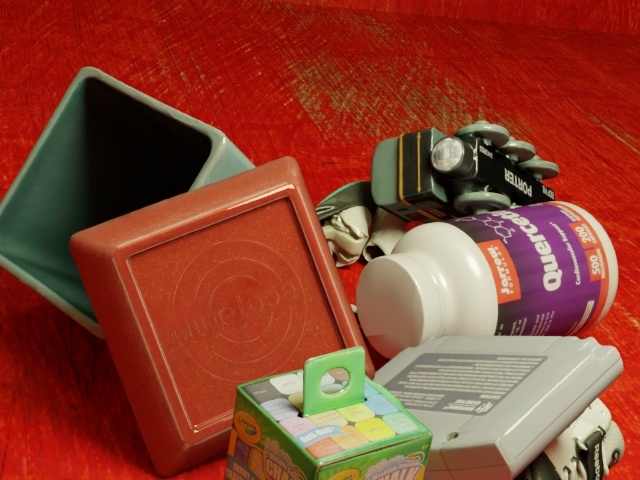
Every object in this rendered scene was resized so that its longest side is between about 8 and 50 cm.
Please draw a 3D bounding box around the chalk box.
[{"bbox_3d":[0.004,0.197,1.016,0.132,0.213,0.132,-9,31,-35],"label":"chalk box"}]

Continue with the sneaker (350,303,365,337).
[{"bbox_3d":[0.022,0.095,1.458,0.109,0.040,0.044,25,12,21],"label":"sneaker"}]

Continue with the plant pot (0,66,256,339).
[{"bbox_3d":[-0.188,-0.011,1.338,0.247,0.248,0.252,28,-4,34],"label":"plant pot"}]

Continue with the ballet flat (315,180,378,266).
[{"bbox_3d":[0.000,0.000,1.590,0.280,0.095,0.096,-25,51,-34],"label":"ballet flat"}]

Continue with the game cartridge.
[{"bbox_3d":[0.131,0.165,1.125,0.196,0.060,0.294,-31,12,-29],"label":"game cartridge"}]

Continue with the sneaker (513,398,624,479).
[{"bbox_3d":[0.247,0.217,1.173,0.146,0.122,0.330,9,25,2],"label":"sneaker"}]

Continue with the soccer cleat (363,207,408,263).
[{"bbox_3d":[0.093,0.001,1.643,0.076,0.068,0.196,-5,29,-12],"label":"soccer cleat"}]

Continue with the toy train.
[{"bbox_3d":[0.217,-0.071,1.636,0.190,0.142,0.334,-8,-17,33],"label":"toy train"}]

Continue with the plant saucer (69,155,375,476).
[{"bbox_3d":[-0.085,0.071,1.150,0.258,0.259,0.048,-22,5,-22],"label":"plant saucer"}]

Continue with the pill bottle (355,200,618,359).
[{"bbox_3d":[0.207,0.057,1.428,0.323,0.181,0.181,-10,32,-37],"label":"pill bottle"}]
